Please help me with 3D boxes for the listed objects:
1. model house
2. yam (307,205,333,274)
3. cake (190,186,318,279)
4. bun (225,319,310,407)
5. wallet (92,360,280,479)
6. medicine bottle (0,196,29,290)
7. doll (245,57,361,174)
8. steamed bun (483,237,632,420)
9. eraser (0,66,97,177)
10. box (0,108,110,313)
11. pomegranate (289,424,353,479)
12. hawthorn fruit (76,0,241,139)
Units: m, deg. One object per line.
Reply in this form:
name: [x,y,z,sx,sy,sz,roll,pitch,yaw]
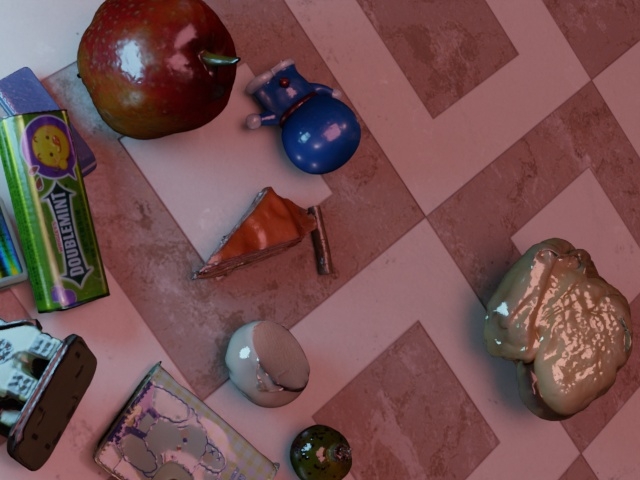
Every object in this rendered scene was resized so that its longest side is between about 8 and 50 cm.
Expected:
model house: [-0.551,0.225,1.575,0.278,0.205,0.218,21,66,9]
yam: [0.000,0.000,1.966,0.032,0.032,0.146,-9,85,-29]
cake: [-0.145,-0.009,1.858,0.287,0.098,0.135,-30,96,-34]
bun: [-0.112,0.242,1.804,0.172,0.120,0.173,37,32,-27]
wallet: [-0.244,0.403,1.729,0.309,0.077,0.223,42,61,-12]
medicine bottle: [-0.595,-0.021,1.623,0.121,0.083,0.229,-19,90,-49]
doll: [-0.037,-0.250,1.944,0.215,0.161,0.257,-35,80,-16]
steamed bun: [0.507,0.190,2.078,0.324,0.230,0.372,-34,96,-16]
eraser: [-0.505,-0.208,1.740,0.082,0.036,0.225,-41,99,-28]
box: [-0.467,-0.050,1.656,0.134,0.097,0.346,-16,96,-50]
pomegranate: [0.005,0.413,1.830,0.130,0.130,0.130,6,77,-27]
hawthorn fruit: [-0.263,-0.321,1.704,0.284,0.368,0.285,-3,95,-45]
